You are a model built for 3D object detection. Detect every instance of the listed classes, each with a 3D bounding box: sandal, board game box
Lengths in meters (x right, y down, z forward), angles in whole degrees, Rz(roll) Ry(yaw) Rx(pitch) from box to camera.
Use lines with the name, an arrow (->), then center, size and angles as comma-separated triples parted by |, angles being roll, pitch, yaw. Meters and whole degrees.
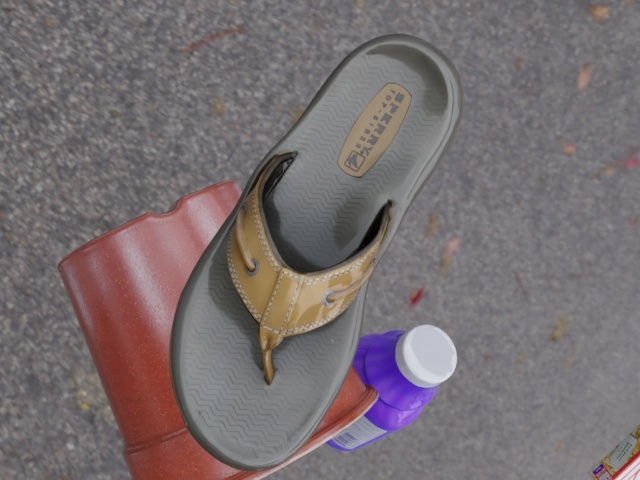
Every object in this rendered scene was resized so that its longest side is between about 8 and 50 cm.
sandal -> 0.000, 0.000, 0.480 | 0.219, 0.090, 0.060 | -58, 178, -4
board game box -> 0.525, 0.329, 1.606 | 0.147, 0.045, 0.193 | 37, 102, -32

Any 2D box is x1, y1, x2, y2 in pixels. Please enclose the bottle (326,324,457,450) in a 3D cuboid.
bottle -> 0.067, 0.171, 1.255 | 0.092, 0.118, 0.283 | -38, 176, -31

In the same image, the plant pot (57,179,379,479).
plant pot -> -0.120, 0.097, 1.072 | 0.272, 0.272, 0.265 | -26, 90, -27
